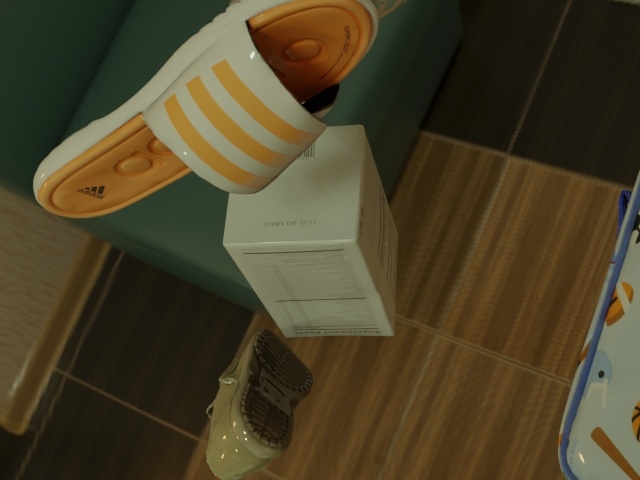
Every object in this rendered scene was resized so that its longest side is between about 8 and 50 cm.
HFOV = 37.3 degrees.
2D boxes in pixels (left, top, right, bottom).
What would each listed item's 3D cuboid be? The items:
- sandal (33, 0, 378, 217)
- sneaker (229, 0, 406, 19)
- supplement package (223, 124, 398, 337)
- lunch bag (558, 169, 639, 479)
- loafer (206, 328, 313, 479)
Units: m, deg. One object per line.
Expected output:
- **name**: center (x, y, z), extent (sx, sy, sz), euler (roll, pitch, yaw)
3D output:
- **sandal**: center (-0.067, -0.054, 0.569), extent (0.265, 0.102, 0.076), euler (-30, 63, 30)
- **sneaker**: center (0.016, -0.229, 0.801), extent (0.150, 0.135, 0.366), euler (23, 62, -11)
- **supplement package**: center (0.000, 0.000, 1.028), extent (0.139, 0.244, 0.134), euler (-2, 62, 13)
- **lunch bag**: center (0.291, 0.057, 0.614), extent (0.243, 0.115, 0.303), euler (17, 88, 49)
- **loafer**: center (-0.078, 0.184, 1.084), extent (0.092, 0.268, 0.102), euler (-42, 95, 15)
